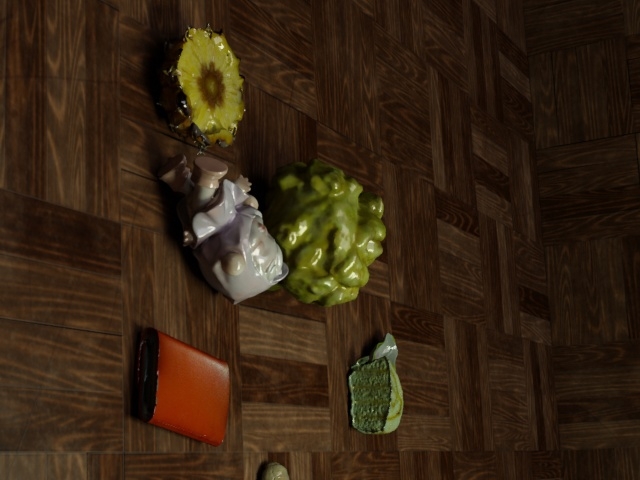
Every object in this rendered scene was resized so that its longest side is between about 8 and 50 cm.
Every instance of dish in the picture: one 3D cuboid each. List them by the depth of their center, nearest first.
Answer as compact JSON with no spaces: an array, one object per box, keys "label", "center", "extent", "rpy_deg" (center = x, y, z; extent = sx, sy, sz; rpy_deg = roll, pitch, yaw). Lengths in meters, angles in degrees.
[{"label":"dish","center":[0.125,0.253,2.427],"extent":[0.091,0.039,0.137],"rpy_deg":[62,30,-25]}]

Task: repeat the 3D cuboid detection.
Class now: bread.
[{"label":"bread","center":[-0.067,0.483,1.946],"extent":[0.073,0.053,0.214],"rpy_deg":[22,62,-65]},{"label":"bread","center":[0.122,0.315,2.326],"extent":[0.110,0.103,0.156],"rpy_deg":[19,72,-56]}]

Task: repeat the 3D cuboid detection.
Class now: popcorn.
[{"label":"popcorn","center":[0.000,0.000,2.059],"extent":[0.242,0.235,0.250],"rpy_deg":[21,70,-14]}]

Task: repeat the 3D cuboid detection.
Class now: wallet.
[{"label":"wallet","center":[-0.208,0.225,1.741],"extent":[0.204,0.045,0.142],"rpy_deg":[36,49,-57]}]

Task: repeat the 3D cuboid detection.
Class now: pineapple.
[{"label":"pineapple","center":[-0.199,-0.246,1.863],"extent":[0.225,0.076,0.224],"rpy_deg":[22,65,-58]}]

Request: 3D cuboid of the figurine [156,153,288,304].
[{"label":"figurine","center":[-0.155,-0.017,1.827],"extent":[0.200,0.133,0.276],"rpy_deg":[-83,150,-56]}]
